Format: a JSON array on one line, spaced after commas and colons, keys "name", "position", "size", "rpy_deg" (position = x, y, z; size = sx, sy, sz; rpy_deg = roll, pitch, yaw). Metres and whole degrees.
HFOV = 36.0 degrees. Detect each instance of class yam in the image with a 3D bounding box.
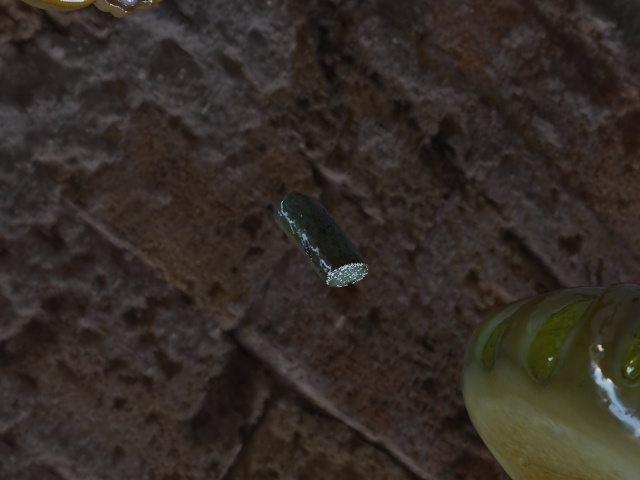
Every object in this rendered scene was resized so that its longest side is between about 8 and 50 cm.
[{"name": "yam", "position": [0.000, 0.000, 0.865], "size": [0.094, 0.043, 0.043], "rpy_deg": [53, 166, 12]}]

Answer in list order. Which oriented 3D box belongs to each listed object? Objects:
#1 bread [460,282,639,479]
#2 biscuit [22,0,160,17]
[{"name": "bread", "position": [0.253, 0.142, 0.716], "size": [0.333, 0.160, 0.333], "rpy_deg": [39, 162, 15]}, {"name": "biscuit", "position": [-0.149, -0.221, 0.633], "size": [0.170, 0.170, 0.050], "rpy_deg": [41, 163, -24]}]
